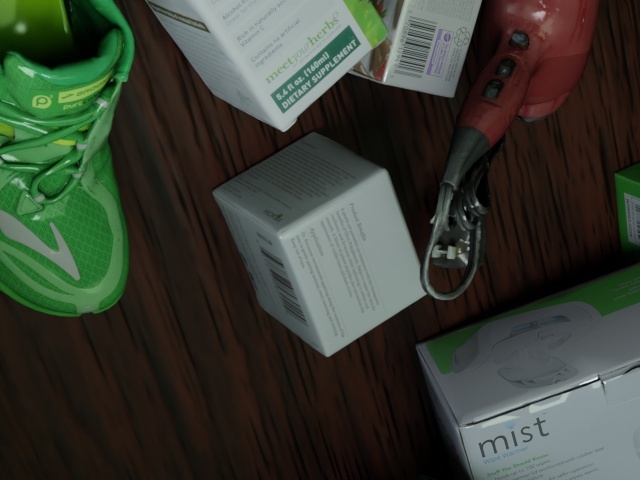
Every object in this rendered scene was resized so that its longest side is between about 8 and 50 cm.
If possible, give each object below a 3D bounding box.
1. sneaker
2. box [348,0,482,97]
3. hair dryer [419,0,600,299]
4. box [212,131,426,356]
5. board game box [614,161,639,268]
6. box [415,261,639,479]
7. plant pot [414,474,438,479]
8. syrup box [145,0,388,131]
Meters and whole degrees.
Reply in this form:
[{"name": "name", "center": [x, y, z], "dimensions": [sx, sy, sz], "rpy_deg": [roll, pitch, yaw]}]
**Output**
[{"name": "sneaker", "center": [-0.164, -0.079, 0.817], "dimensions": [0.109, 0.123, 0.295], "rpy_deg": [-23, 119, -24]}, {"name": "box", "center": [0.090, -0.255, 0.949], "dimensions": [0.067, 0.063, 0.324], "rpy_deg": [6, 105, -35]}, {"name": "hair dryer", "center": [0.134, -0.104, 0.956], "dimensions": [0.080, 0.223, 0.293], "rpy_deg": [13, 93, 5]}, {"name": "box", "center": [0.000, 0.000, 0.966], "dimensions": [0.087, 0.102, 0.101], "rpy_deg": [-31, 122, -17]}, {"name": "board game box", "center": [0.398, 0.003, 1.243], "dimensions": [0.317, 0.064, 0.242], "rpy_deg": [-23, 119, -24]}, {"name": "box", "center": [0.232, 0.153, 1.110], "dimensions": [0.262, 0.127, 0.231], "rpy_deg": [-20, 118, -3]}, {"name": "plant pot", "center": [0.018, 0.391, 1.008], "dimensions": [0.334, 0.341, 0.341], "rpy_deg": [-29, 121, -11]}, {"name": "syrup box", "center": [-0.069, -0.187, 0.855], "dimensions": [0.093, 0.096, 0.237], "rpy_deg": [-43, 126, -11]}]
